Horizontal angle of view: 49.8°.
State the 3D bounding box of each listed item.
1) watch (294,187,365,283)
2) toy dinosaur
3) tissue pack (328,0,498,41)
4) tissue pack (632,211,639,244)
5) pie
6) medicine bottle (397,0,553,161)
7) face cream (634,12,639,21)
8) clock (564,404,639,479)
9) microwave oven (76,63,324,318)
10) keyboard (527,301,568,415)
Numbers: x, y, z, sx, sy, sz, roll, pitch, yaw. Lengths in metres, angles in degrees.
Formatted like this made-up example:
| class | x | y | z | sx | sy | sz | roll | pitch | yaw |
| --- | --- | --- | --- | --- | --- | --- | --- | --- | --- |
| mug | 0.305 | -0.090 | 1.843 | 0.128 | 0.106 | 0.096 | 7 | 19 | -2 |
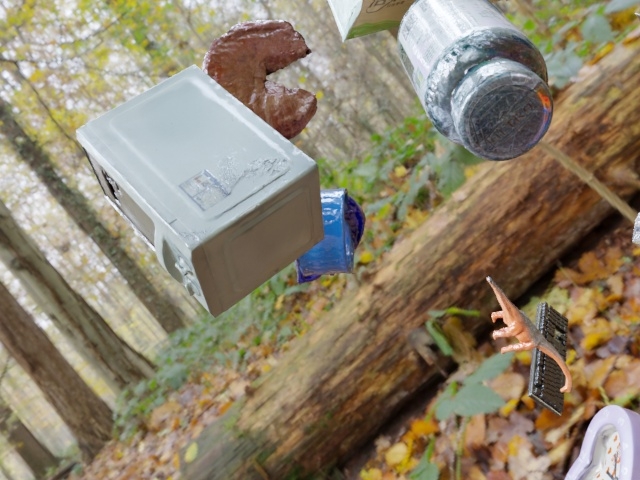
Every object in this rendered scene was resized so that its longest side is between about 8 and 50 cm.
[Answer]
| class | x | y | z | sx | sy | sz | roll | pitch | yaw |
| --- | --- | --- | --- | --- | --- | --- | --- | --- | --- |
| watch | 0.005 | -0.008 | 1.351 | 0.171 | 0.196 | 0.200 | -13 | 9 | 8 |
| toy dinosaur | 0.388 | 0.188 | 1.318 | 0.101 | 0.280 | 0.055 | -18 | 27 | 41 |
| tissue pack | 0.190 | -0.628 | 1.398 | 0.404 | 0.332 | 0.205 | -18 | -7 | -15 |
| tissue pack | 0.583 | -0.021 | 1.107 | 0.108 | 0.060 | 0.148 | 12 | 15 | 41 |
| pie | -0.101 | -0.275 | 1.194 | 0.204 | 0.219 | 0.054 | -22 | 2 | -12 |
| medicine bottle | 0.181 | -0.203 | 0.826 | 0.141 | 0.141 | 0.293 | -40 | 27 | 19 |
| face cream | 0.753 | -0.346 | 1.276 | 0.137 | 0.341 | 0.084 | -8 | -53 | -57 |
| clock | 0.418 | 0.342 | 0.972 | 0.172 | 0.064 | 0.198 | -103 | 35 | -85 |
| microwave oven | -0.166 | -0.072 | 0.990 | 0.237 | 0.295 | 0.181 | -35 | -33 | -22 |
| keyboard | 0.557 | 0.276 | 1.679 | 0.027 | 0.106 | 0.317 | -50 | 9 | 42 |
